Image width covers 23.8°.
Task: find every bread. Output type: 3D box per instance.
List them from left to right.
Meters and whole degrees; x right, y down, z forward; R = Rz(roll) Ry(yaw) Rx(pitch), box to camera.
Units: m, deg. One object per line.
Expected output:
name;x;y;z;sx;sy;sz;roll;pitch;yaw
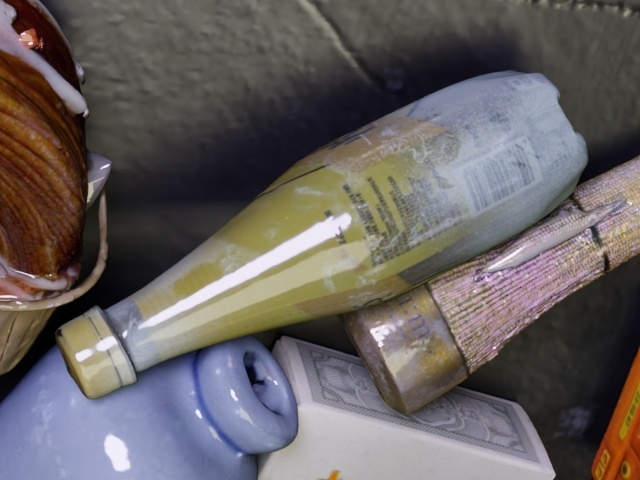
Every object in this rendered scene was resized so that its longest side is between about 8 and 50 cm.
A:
bread;-0.201;-0.029;0.659;0.224;0.142;0.212;7;137;-16

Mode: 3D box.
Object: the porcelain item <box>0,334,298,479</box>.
porcelain item;-0.133;0.130;0.784;0.259;0.141;0.141;-30;124;16

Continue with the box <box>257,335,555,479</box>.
box;0.000;0.192;0.889;0.164;0.069;0.256;17;117;-22

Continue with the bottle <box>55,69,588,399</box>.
bottle;0.000;0.000;0.729;0.270;0.083;0.083;-26;125;-13

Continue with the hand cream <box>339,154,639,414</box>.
hand cream;0.110;0.014;0.800;0.203;0.084;0.084;-26;124;-2

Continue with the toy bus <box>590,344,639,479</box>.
toy bus;0.338;0.128;0.875;0.329;0.153;0.143;7;119;-17
